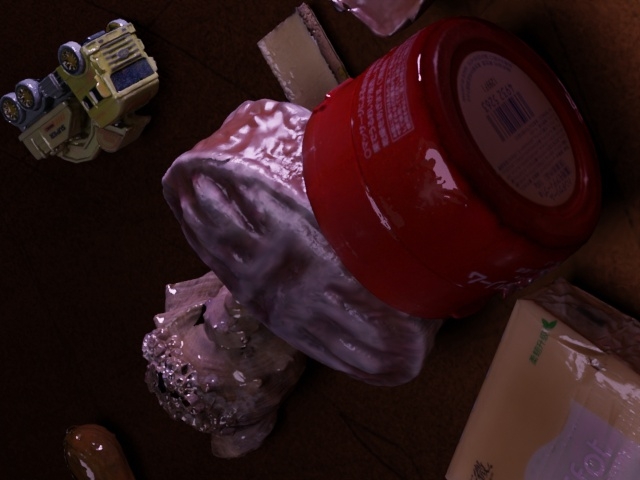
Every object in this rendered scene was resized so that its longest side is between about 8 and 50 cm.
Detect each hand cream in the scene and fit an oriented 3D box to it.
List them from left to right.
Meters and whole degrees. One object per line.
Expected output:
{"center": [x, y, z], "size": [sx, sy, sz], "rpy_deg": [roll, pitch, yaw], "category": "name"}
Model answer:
{"center": [0.111, -0.061, 1.252], "size": [0.149, 0.230, 0.230], "rpy_deg": [-35, 82, 39], "category": "hand cream"}

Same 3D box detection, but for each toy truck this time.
{"center": [-0.246, -0.141, 1.609], "size": [0.191, 0.085, 0.116], "rpy_deg": [-29, 95, 45], "category": "toy truck"}

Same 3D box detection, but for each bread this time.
{"center": [0.000, -0.142, 1.443], "size": [0.068, 0.028, 0.153], "rpy_deg": [-34, 84, 41], "category": "bread"}

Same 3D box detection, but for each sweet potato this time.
{"center": [-0.232, 0.318, 1.774], "size": [0.081, 0.062, 0.233], "rpy_deg": [-9, 103, 56], "category": "sweet potato"}

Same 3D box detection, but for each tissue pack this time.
{"center": [0.223, 0.169, 1.325], "size": [0.186, 0.090, 0.222], "rpy_deg": [37, 125, 26], "category": "tissue pack"}

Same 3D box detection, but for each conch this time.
{"center": [-0.102, 0.130, 1.574], "size": [0.178, 0.163, 0.245], "rpy_deg": [-112, 19, -44], "category": "conch"}

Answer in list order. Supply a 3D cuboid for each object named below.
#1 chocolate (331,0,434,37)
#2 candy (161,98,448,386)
{"center": [0.032, -0.300, 1.327], "size": [0.261, 0.083, 0.161], "rpy_deg": [47, 116, 17], "category": "chocolate"}
{"center": [0.000, 0.000, 1.392], "size": [0.289, 0.157, 0.214], "rpy_deg": [41, 150, 2], "category": "candy"}
